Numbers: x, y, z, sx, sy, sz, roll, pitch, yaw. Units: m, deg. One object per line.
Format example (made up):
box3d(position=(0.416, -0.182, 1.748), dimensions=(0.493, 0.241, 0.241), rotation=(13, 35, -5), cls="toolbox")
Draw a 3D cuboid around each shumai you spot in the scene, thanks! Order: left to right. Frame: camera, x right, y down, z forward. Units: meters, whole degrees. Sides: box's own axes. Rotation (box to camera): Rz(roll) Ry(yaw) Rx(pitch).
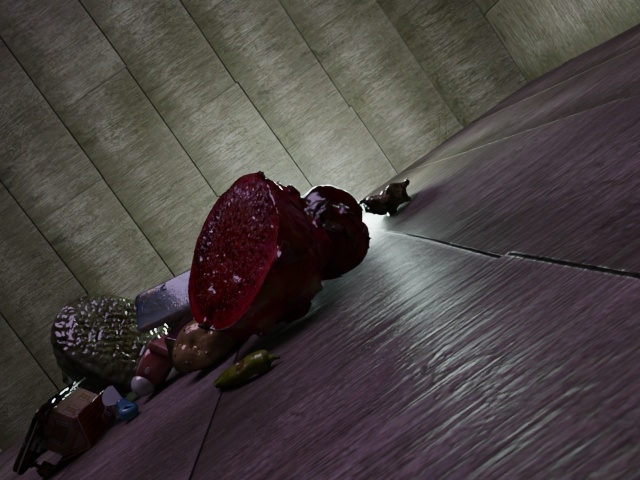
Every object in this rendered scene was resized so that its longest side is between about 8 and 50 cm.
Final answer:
box3d(position=(-0.703, 0.396, 1.993), dimensions=(0.323, 0.397, 0.324), rotation=(-60, 8, 37), cls="shumai")

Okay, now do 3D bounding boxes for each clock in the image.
box3d(position=(-0.464, 0.364, 1.714), dimensions=(0.162, 0.092, 0.166), rotation=(-64, -2, 2), cls="clock")

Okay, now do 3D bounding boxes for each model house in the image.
box3d(position=(-0.669, 0.520, 1.628), dimensions=(0.294, 0.154, 0.207), rotation=(-78, 10, -85), cls="model house")

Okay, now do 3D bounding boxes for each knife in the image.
box3d(position=(-0.551, 0.433, 1.616), dimensions=(0.058, 0.032, 0.244), rotation=(-24, 17, -33), cls="knife")

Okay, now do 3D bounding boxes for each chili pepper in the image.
box3d(position=(-0.154, 0.243, 1.095), dimensions=(0.208, 0.043, 0.049), rotation=(-32, 18, 40), cls="chili pepper")

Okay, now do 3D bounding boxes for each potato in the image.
box3d(position=(-0.277, 0.240, 1.512), dimensions=(0.234, 0.128, 0.161), rotation=(-31, 5, -36), cls="potato")

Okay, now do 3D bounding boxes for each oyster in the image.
box3d(position=(0.235, -0.144, 2.037), dimensions=(0.221, 0.096, 0.361), rotation=(-30, 4, -6), cls="oyster")

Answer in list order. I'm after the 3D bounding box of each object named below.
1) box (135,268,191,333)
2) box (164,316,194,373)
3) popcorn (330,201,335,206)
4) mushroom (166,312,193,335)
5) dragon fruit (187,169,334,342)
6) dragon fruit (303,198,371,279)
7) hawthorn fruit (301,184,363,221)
box3d(position=(-0.441, 0.173, 1.838), dimensions=(0.285, 0.142, 0.044), rotation=(-26, -37, 9), cls="box")
box3d(position=(-0.333, 0.266, 1.702), dimensions=(0.069, 0.120, 0.224), rotation=(6, 28, 35), cls="box")
box3d(position=(0.003, 0.000, 1.705), dimensions=(0.218, 0.169, 0.189), rotation=(-30, 3, -31), cls="popcorn")
box3d(position=(-0.421, 0.255, 1.920), dimensions=(0.255, 0.184, 0.255), rotation=(-38, 38, 38), cls="mushroom")
box3d(position=(-0.122, 0.049, 1.343), dimensions=(0.386, 0.249, 0.371), rotation=(9, 81, 54), cls="dragon fruit")
box3d(position=(0.000, -0.024, 1.486), dimensions=(0.218, 0.148, 0.224), rotation=(-42, 48, -15), cls="dragon fruit")
box3d(position=(0.001, -0.087, 1.970), dimensions=(0.230, 0.266, 0.210), rotation=(-50, 5, 40), cls="hawthorn fruit")
